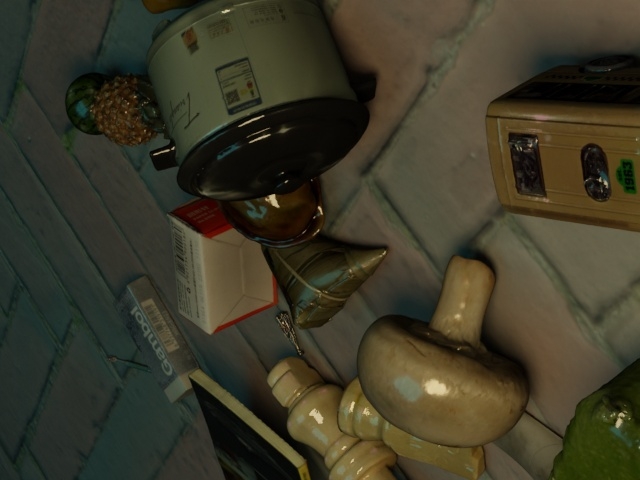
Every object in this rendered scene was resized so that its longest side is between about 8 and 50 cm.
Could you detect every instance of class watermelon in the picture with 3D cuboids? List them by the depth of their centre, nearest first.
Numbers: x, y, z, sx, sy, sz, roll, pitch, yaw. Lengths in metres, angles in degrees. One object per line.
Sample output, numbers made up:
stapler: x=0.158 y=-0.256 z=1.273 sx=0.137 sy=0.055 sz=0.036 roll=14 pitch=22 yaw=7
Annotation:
watermelon: x=-0.354 y=-0.218 z=1.960 sx=0.109 sy=0.109 sz=0.109 roll=31 pitch=134 yaw=40

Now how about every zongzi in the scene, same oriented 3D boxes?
zongzi: x=0.000 y=0.000 z=1.665 sx=0.178 sy=0.081 sz=0.189 roll=-46 pitch=56 yaw=32

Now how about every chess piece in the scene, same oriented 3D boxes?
chess piece: x=0.126 y=0.245 z=1.631 sx=0.200 sy=0.090 sz=0.090 roll=18 pitch=125 yaw=34
chess piece: x=0.056 y=0.316 z=1.732 sx=0.397 sy=0.117 sz=0.117 roll=47 pitch=142 yaw=27

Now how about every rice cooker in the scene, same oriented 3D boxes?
rice cooker: x=-0.075 y=-0.161 z=1.479 sx=0.241 sy=0.281 sz=0.227 roll=95 pitch=156 yaw=-73

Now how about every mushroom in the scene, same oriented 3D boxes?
mushroom: x=0.152 y=0.126 z=1.441 sx=0.207 sy=0.207 sz=0.215 roll=19 pitch=92 yaw=47

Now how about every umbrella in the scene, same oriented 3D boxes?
umbrella: x=-0.047 y=0.135 z=1.838 sx=0.083 sy=0.020 sz=0.031 roll=58 pitch=147 yaw=1

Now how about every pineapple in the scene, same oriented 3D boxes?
pineapple: x=-0.222 y=-0.200 z=1.789 sx=0.277 sy=0.119 sz=0.130 roll=4 pitch=70 yaw=51

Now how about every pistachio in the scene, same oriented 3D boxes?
pistachio: x=-0.077 y=-0.080 z=1.646 sx=0.210 sy=0.130 sz=0.165 roll=47 pitch=119 yaw=11

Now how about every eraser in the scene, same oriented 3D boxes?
eraser: x=-0.280 y=0.172 z=2.149 sx=0.212 sy=0.046 sz=0.092 roll=59 pitch=145 yaw=10

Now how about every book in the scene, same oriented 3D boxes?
book: x=-0.081 y=0.386 z=1.953 sx=0.262 sy=0.028 sz=0.373 roll=33 pitch=150 yaw=37

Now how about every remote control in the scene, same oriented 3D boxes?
remote control: x=0.267 y=0.267 z=1.470 sx=0.229 sy=0.044 sz=0.073 roll=36 pitch=139 yaw=36

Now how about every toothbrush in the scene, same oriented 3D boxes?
toothbrush: x=-0.357 y=0.231 z=2.319 sx=0.167 sy=0.014 sz=0.011 roll=6 pitch=107 yaw=52

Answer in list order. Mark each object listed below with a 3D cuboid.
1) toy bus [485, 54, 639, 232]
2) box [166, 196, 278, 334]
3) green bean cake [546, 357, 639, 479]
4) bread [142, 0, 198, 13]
toy bus: x=0.294 y=-0.082 z=1.114 sx=0.290 sy=0.157 sz=0.139 roll=13 pitch=121 yaw=50
box: x=-0.142 y=0.024 z=1.795 sx=0.099 sy=0.133 sz=0.182 roll=28 pitch=134 yaw=41
green bean cake: x=0.364 y=0.264 z=1.237 sx=0.250 sy=0.156 sz=0.246 roll=41 pitch=141 yaw=31
bread: x=-0.233 y=-0.427 z=1.688 sx=0.093 sy=0.074 sz=0.239 roll=8 pitch=116 yaw=57
